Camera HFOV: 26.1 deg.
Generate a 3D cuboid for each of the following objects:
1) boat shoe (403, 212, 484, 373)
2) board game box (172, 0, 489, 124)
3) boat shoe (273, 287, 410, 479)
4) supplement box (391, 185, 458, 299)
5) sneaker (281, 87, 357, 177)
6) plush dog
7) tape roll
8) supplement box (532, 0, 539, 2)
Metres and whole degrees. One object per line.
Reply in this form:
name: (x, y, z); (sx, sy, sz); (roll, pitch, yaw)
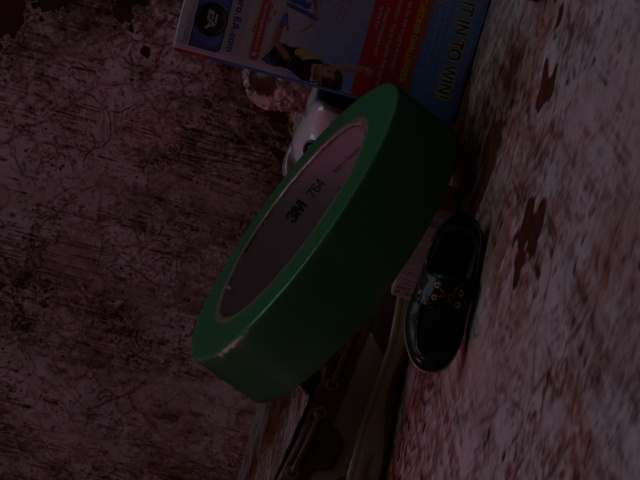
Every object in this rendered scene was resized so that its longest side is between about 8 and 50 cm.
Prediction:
boat shoe: (0.096, 0.039, 1.082); (0.042, 0.048, 0.133); (95, -169, -63)
board game box: (0.032, -0.308, 1.423); (0.086, 0.301, 0.308); (-91, 16, -77)
boat shoe: (0.016, 0.119, 1.371); (0.123, 0.123, 0.342); (114, 170, -66)
supplement box: (0.097, 0.000, 1.294); (0.062, 0.036, 0.098); (-82, 9, -62)
sneaker: (0.066, -0.197, 1.616); (0.146, 0.122, 0.331); (109, -174, -47)
plush dog: (0.027, -0.159, 1.829); (0.210, 0.262, 0.225); (-41, -1, -25)
tape roll: (0.000, 0.000, 1.315); (0.321, 0.077, 0.321); (-51, 13, 17)
supplement box: (0.146, -0.327, 1.129); (0.073, 0.130, 0.240); (117, 166, -70)
